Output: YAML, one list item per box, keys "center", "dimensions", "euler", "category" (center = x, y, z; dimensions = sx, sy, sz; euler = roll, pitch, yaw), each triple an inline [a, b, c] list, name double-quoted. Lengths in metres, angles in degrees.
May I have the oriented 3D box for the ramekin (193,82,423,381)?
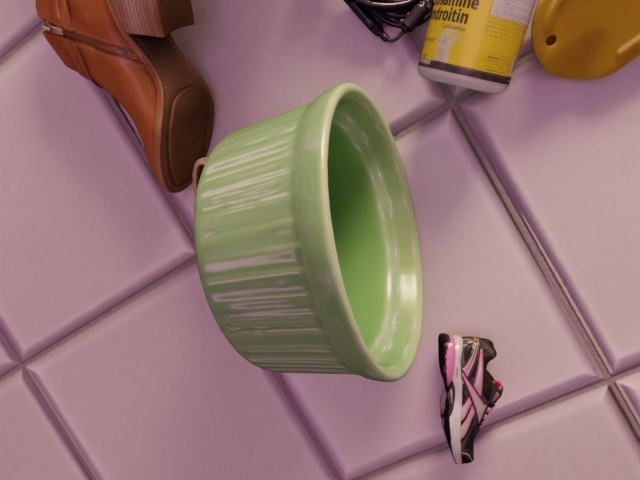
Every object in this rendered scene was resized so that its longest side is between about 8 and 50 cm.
- center: [0.000, 0.000, 0.578]
  dimensions: [0.148, 0.303, 0.303]
  euler: [-9, 99, 23]
  category: "ramekin"

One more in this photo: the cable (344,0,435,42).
- center: [0.078, -0.336, 0.615]
  dimensions: [0.150, 0.047, 0.184]
  euler: [-40, 89, 18]
  category: "cable"

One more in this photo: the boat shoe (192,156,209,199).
- center: [-0.110, 0.027, 0.712]
  dimensions: [0.104, 0.089, 0.285]
  euler: [-16, 97, 16]
  category: "boat shoe"

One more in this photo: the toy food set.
- center: [0.319, -0.269, 0.564]
  dimensions: [0.218, 0.071, 0.128]
  euler: [-35, 115, 20]
  category: "toy food set"

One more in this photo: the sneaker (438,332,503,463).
- center: [0.197, 0.206, 0.686]
  dimensions: [0.077, 0.072, 0.178]
  euler: [-4, 106, 4]
  category: "sneaker"

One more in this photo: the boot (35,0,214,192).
- center: [-0.264, -0.211, 0.697]
  dimensions: [0.220, 0.109, 0.283]
  euler: [15, 128, 24]
  category: "boot"

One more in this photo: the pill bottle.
- center: [0.175, -0.258, 0.569]
  dimensions: [0.103, 0.103, 0.184]
  euler: [16, 110, 10]
  category: "pill bottle"
